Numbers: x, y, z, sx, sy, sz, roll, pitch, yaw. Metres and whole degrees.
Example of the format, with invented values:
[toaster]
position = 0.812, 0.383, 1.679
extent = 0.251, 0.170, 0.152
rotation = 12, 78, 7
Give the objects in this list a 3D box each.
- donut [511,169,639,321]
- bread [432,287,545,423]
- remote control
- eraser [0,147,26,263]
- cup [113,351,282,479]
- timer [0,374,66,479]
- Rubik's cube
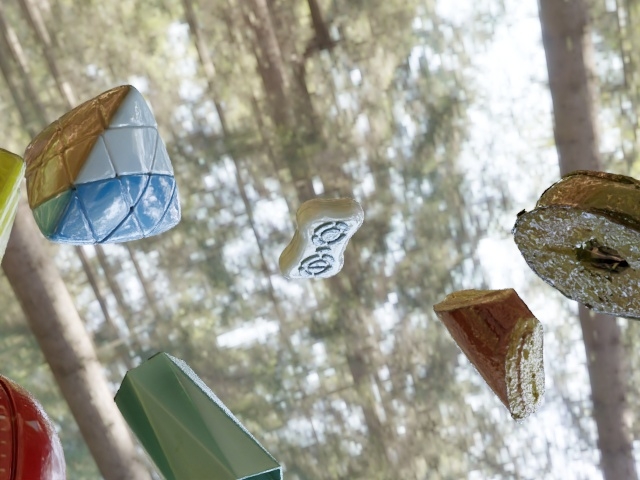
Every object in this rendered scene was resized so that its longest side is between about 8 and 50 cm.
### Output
[donut]
position = 0.413, 0.001, 1.799
extent = 0.272, 0.272, 0.107
rotation = 16, -119, 38
[bread]
position = 0.212, 0.117, 1.571
extent = 0.067, 0.119, 0.192
rotation = -21, -121, -32
[remote control]
position = 0.000, 0.000, 1.379
extent = 0.074, 0.122, 0.032
rotation = -4, -125, -20
[eraser]
position = -0.308, 0.041, 1.025
extent = 0.069, 0.158, 0.226
rotation = 19, -137, -7
[cup]
position = -0.169, 0.268, 1.684
extent = 0.148, 0.134, 0.236
rotation = -45, -122, 2
[timer]
position = -0.514, 0.362, 1.761
extent = 0.378, 0.279, 0.378
rotation = -29, -129, 44
[Rubik's cube]
position = -0.286, -0.111, 1.873
extent = 0.254, 0.254, 0.254
rotation = -11, -145, 8
